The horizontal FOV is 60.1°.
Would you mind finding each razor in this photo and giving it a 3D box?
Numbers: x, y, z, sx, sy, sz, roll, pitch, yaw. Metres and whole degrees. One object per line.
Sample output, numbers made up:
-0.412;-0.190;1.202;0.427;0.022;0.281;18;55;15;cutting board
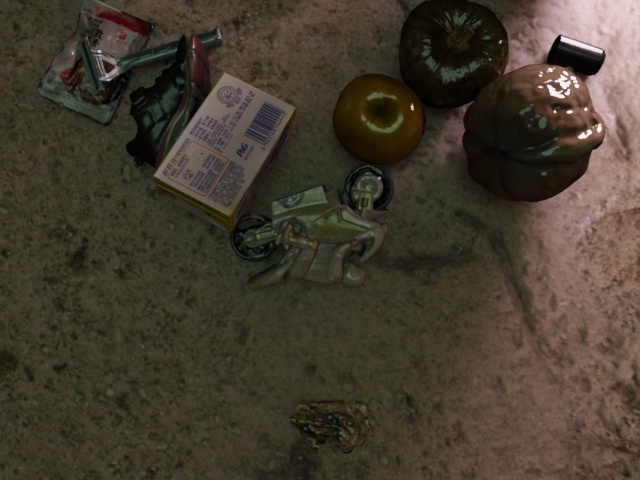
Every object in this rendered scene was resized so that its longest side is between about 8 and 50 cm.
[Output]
-0.337;-0.381;1.129;0.278;0.056;0.111;-18;90;-12;razor

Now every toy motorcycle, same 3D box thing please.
0.000;0.000;1.079;0.341;0.108;0.223;-20;96;6;toy motorcycle

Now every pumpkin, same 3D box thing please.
0.258;-0.362;1.067;0.219;0.162;0.219;0;83;0;pumpkin

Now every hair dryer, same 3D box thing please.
0.489;-0.305;1.116;0.100;0.057;0.197;21;96;3;hair dryer

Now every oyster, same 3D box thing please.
0.017;0.368;1.087;0.166;0.053;0.108;5;97;-5;oyster

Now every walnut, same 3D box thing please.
0.390;-0.195;1.019;0.248;0.248;0.248;0;87;2;walnut

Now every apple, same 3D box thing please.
0.113;-0.232;1.063;0.182;0.155;0.182;0;93;5;apple

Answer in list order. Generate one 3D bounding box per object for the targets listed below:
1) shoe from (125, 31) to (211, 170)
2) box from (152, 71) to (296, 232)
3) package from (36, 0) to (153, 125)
-0.308;-0.271;1.104;0.137;0.114;0.291;18;93;4;shoe
-0.178;-0.171;1.063;0.168;0.097;0.265;26;70;3;box
-0.464;-0.375;1.148;0.154;0.030;0.239;24;83;-8;package
